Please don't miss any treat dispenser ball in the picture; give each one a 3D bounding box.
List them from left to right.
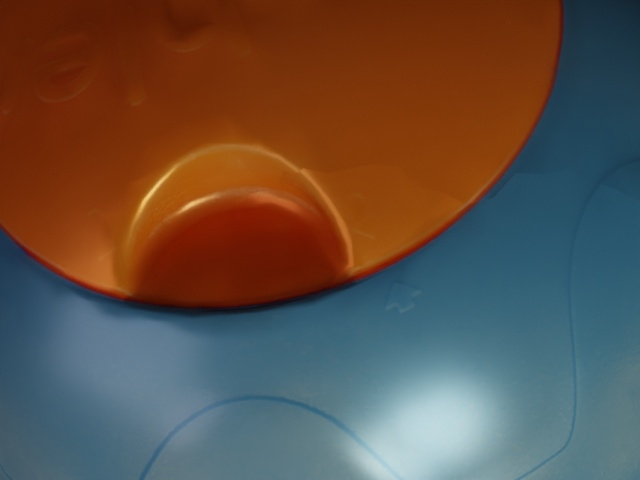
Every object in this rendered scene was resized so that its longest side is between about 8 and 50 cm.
[{"bbox_3d":[0.000,0.000,0.609,0.288,0.288,0.288,32,134,40],"label":"treat dispenser ball"}]
